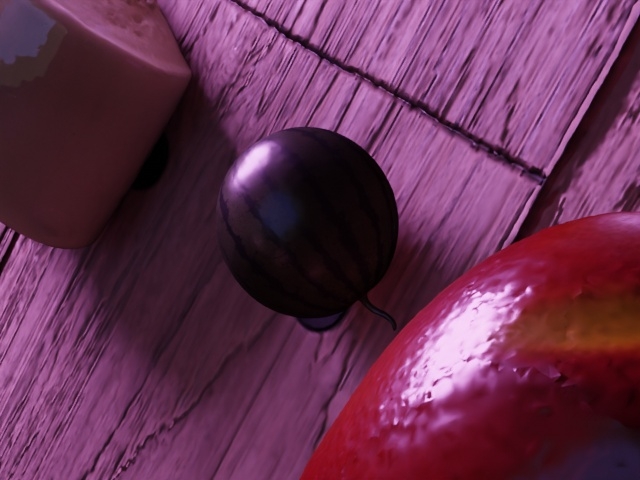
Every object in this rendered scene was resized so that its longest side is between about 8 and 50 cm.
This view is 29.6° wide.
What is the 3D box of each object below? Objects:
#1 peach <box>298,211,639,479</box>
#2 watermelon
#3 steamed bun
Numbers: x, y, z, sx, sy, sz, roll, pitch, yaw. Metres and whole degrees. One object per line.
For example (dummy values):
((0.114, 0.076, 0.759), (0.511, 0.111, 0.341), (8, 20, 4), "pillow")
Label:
((0.080, 0.142, 0.513), (0.362, 0.201, 0.257), (-38, 62, 33), "peach")
((0.000, 0.000, 0.690), (0.105, 0.105, 0.133), (-40, 81, 26), "watermelon")
((-0.218, -0.126, 0.857), (0.200, 0.155, 0.250), (-51, 51, 18), "steamed bun")
